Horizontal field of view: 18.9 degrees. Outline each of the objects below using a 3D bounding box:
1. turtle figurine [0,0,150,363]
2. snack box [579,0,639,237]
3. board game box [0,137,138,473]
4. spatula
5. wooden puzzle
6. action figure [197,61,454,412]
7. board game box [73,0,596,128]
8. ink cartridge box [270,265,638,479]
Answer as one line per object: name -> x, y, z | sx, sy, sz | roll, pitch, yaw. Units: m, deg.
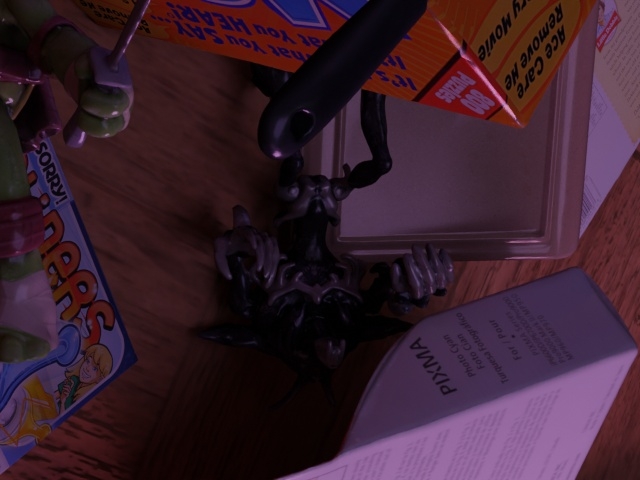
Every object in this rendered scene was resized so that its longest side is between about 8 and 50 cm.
turtle figurine -> -0.207, -0.067, 1.004 | 0.198, 0.274, 0.266 | -2, 100, -27
snack box -> 0.230, -0.175, 1.574 | 0.322, 0.060, 0.187 | -56, 135, -18
board game box -> -0.202, 0.033, 1.203 | 0.136, 0.035, 0.201 | -41, 129, -31
spatula -> 0.066, -0.129, 0.906 | 0.296, 0.030, 0.084 | -43, 134, -29
wooden puzzle -> 0.090, -0.092, 1.421 | 0.238, 0.044, 0.221 | -3, 107, -18
action figure -> 0.000, 0.000, 1.320 | 0.164, 0.141, 0.276 | -1, 103, -11
board game box -> -0.019, -0.331, 1.039 | 0.356, 0.356, 0.356 | 44, 71, -45
ink cartridge box -> 0.016, 0.192, 1.379 | 0.385, 0.091, 0.308 | -15, 144, -27
